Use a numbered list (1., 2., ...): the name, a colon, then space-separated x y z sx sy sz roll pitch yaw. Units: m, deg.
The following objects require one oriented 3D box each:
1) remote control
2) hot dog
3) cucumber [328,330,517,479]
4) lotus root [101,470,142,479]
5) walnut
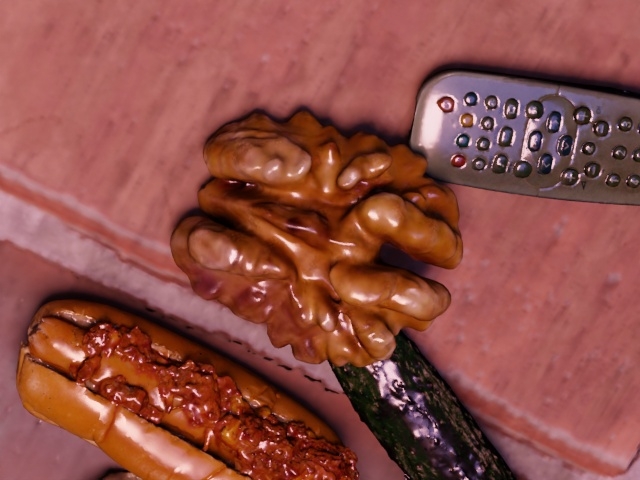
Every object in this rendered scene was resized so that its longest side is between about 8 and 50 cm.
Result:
1. remote control: 0.162 -0.060 1.111 0.222 0.042 0.072 7 104 -13
2. hot dog: -0.065 0.111 1.083 0.249 0.102 0.076 34 133 -17
3. cucumber: 0.077 0.134 1.137 0.067 0.067 0.245 -36 112 0
4. lotus root: -0.115 0.210 1.112 0.159 0.095 0.135 12 114 -57
5. walnut: 0.000 0.000 1.060 0.170 0.069 0.143 18 87 0
